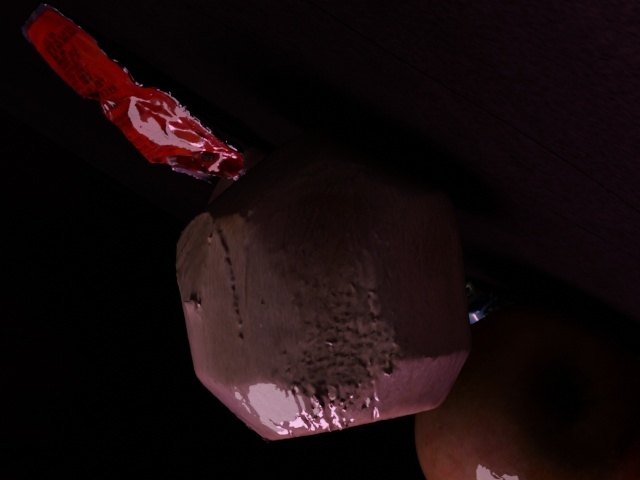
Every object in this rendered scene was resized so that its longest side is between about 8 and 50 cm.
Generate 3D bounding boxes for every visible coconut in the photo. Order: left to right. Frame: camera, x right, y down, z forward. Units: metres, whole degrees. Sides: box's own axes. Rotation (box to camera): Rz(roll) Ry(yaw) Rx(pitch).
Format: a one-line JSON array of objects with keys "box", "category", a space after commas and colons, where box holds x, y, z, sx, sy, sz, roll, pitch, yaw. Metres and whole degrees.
[{"box": [0.001, 0.031, 1.027, 0.245, 0.247, 0.245, -11, 177, -1], "category": "coconut"}]

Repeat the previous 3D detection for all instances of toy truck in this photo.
[{"box": [0.199, 0.088, 1.476, 0.078, 0.080, 0.154, 58, 166, -15], "category": "toy truck"}]

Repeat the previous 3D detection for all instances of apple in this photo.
[{"box": [0.229, 0.193, 1.286, 0.256, 0.257, 0.234, 29, 163, -4], "category": "apple"}]

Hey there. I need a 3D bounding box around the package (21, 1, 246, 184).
[{"box": [-0.201, -0.146, 1.301, 0.269, 0.071, 0.194, 34, 159, -19], "category": "package"}]

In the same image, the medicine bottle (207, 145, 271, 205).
[{"box": [0.000, 0.000, 1.382, 0.252, 0.114, 0.114, 30, 175, -19], "category": "medicine bottle"}]
